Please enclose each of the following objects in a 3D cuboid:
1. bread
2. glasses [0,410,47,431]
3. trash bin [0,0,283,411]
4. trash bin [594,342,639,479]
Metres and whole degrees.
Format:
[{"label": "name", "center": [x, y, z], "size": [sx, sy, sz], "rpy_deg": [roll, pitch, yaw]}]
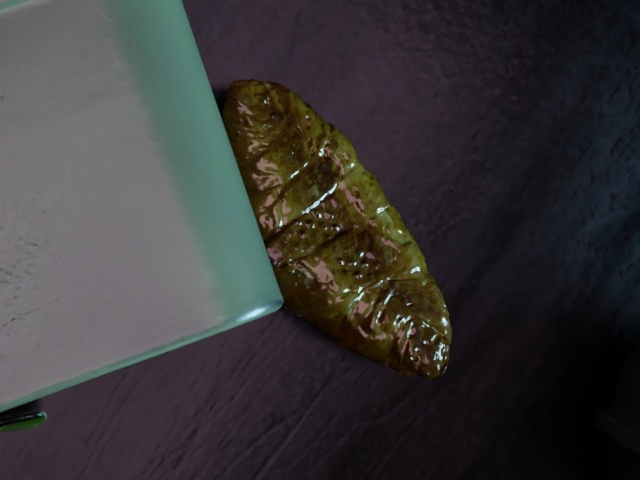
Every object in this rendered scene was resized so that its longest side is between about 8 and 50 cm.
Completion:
[{"label": "bread", "center": [0.000, 0.000, 0.996], "size": [0.105, 0.076, 0.233], "rpy_deg": [-38, 94, -23]}, {"label": "glasses", "center": [-0.272, 0.145, 0.917], "size": [0.239, 0.102, 0.207], "rpy_deg": [26, 86, -14]}, {"label": "trash bin", "center": [-0.166, -0.036, 0.912], "size": [0.243, 0.121, 0.247], "rpy_deg": [-21, 89, -13]}, {"label": "trash bin", "center": [0.295, 0.205, 1.033], "size": [0.209, 0.182, 0.290], "rpy_deg": [3, 97, -16]}]
